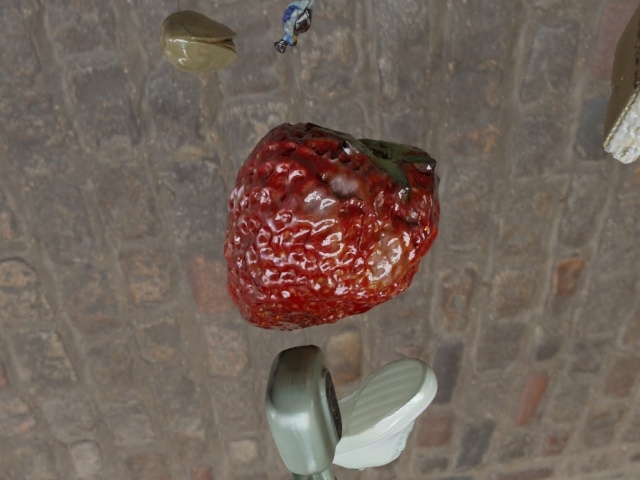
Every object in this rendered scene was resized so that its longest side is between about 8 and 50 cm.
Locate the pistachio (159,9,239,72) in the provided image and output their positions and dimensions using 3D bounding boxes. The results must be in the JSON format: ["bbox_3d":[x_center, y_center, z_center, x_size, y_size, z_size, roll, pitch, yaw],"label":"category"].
[{"bbox_3d":[-0.251,-0.411,1.782,0.136,0.135,0.226,-45,164,24],"label":"pistachio"}]

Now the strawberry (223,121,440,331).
[{"bbox_3d":[0.009,-0.005,1.181,0.292,0.292,0.309,13,90,-20],"label":"strawberry"}]

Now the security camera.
[{"bbox_3d":[-0.005,0.284,1.144,0.080,0.157,0.301,-7,119,9],"label":"security camera"}]

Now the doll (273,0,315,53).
[{"bbox_3d":[-0.056,-0.505,1.969,0.070,0.096,0.195,43,152,3],"label":"doll"}]

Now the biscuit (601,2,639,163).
[{"bbox_3d":[0.594,-0.307,1.582,0.079,0.426,0.144,24,133,5],"label":"biscuit"}]

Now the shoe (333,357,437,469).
[{"bbox_3d":[0.120,0.334,1.543,0.160,0.131,0.363,29,139,-21],"label":"shoe"}]
